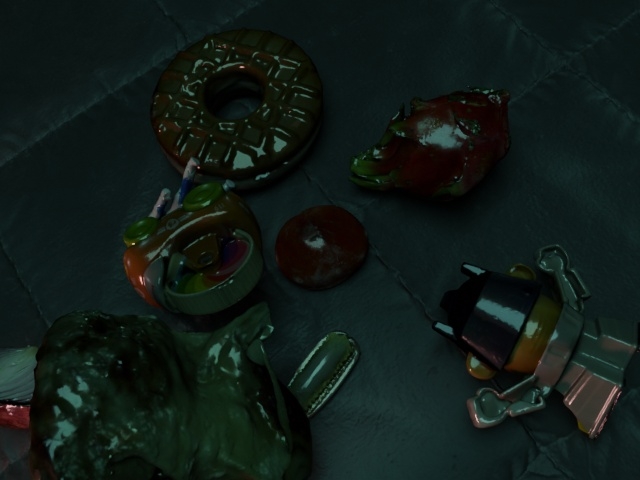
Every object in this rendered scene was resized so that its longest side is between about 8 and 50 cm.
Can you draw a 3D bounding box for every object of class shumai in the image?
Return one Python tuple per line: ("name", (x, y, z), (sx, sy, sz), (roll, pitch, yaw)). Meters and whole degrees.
("shumai", (-0.182, 0.263, 1.007), (0.347, 0.395, 0.395), (-1, 64, -9))

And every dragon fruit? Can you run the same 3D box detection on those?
("dragon fruit", (0.183, -0.168, 1.249), (0.269, 0.198, 0.200), (10, 77, 28))

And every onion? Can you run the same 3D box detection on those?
("onion", (-0.478, 0.249, 1.178), (0.205, 0.098, 0.151), (12, 42, 20))

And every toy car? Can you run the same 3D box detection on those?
("toy car", (-0.186, 0.037, 1.167), (0.235, 0.145, 0.235), (-18, 33, 13))

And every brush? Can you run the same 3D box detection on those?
("brush", (-0.052, 0.261, 1.137), (0.072, 0.067, 0.313), (35, 76, 20))

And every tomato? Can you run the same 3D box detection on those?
("tomato", (0.000, 0.000, 1.236), (0.159, 0.091, 0.139), (-20, 65, -4))

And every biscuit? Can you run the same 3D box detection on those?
("biscuit", (-0.151, -0.241, 1.365), (0.331, 0.103, 0.332), (-3, 65, 6))

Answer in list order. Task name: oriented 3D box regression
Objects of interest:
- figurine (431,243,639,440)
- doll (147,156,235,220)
("figurine", (0.311, 0.137, 1.100), (0.308, 0.143, 0.309), (5, 53, -6))
("doll", (-0.246, -0.028, 1.279), (0.227, 0.114, 0.057), (-48, 40, 13))
